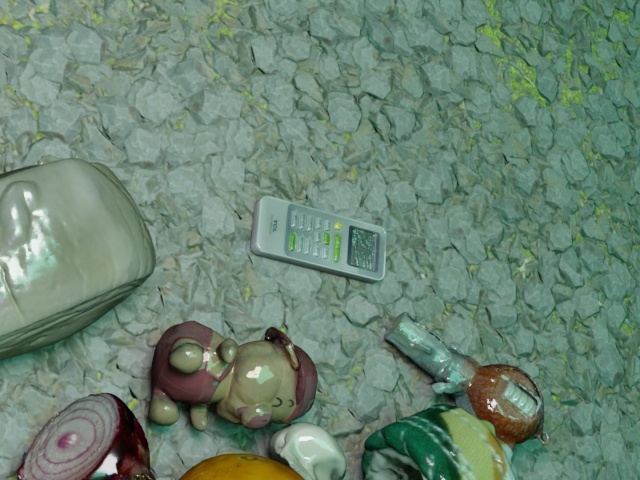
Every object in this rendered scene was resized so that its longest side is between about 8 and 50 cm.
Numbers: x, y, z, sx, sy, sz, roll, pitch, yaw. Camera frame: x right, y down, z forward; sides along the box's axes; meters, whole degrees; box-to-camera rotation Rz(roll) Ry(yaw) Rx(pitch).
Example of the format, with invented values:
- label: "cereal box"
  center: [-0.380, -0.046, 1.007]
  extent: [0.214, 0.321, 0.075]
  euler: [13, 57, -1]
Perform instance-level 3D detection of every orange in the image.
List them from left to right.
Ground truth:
- label: "orange"
  center: [-0.111, 0.416, 1.645]
  extent: [0.240, 0.240, 0.240]
  euler: [10, 71, -29]

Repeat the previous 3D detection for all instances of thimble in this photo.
- label: "thimble"
  center: [0.191, 0.409, 1.821]
  extent: [0.167, 0.254, 0.288]
  euler: [-14, 95, -32]

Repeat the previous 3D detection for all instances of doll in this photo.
- label: "doll"
  center: [-0.122, 0.207, 1.732]
  extent: [0.256, 0.196, 0.152]
  euler: [11, 69, -22]

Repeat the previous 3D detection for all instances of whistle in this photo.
- label: "whistle"
  center: [0.263, 0.246, 1.996]
  extent: [0.346, 0.134, 0.142]
  euler: [38, 68, -7]

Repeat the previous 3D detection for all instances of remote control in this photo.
- label: "remote control"
  center: [0.000, 0.000, 1.958]
  extent: [0.250, 0.034, 0.103]
  euler: [16, 68, -27]

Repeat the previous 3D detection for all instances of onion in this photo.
- label: "onion"
  center: [-0.292, 0.319, 1.576]
  extent: [0.195, 0.218, 0.139]
  euler: [-50, 130, -38]

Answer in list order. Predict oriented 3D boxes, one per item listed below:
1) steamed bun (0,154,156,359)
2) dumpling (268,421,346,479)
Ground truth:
- label: "steamed bun"
  center: [-0.394, 0.019, 1.589]
  extent: [0.384, 0.236, 0.247]
  euler: [-23, 89, -34]
- label: "dumpling"
  center: [-0.007, 0.343, 1.783]
  extent: [0.092, 0.176, 0.150]
  euler: [-38, 82, -17]
